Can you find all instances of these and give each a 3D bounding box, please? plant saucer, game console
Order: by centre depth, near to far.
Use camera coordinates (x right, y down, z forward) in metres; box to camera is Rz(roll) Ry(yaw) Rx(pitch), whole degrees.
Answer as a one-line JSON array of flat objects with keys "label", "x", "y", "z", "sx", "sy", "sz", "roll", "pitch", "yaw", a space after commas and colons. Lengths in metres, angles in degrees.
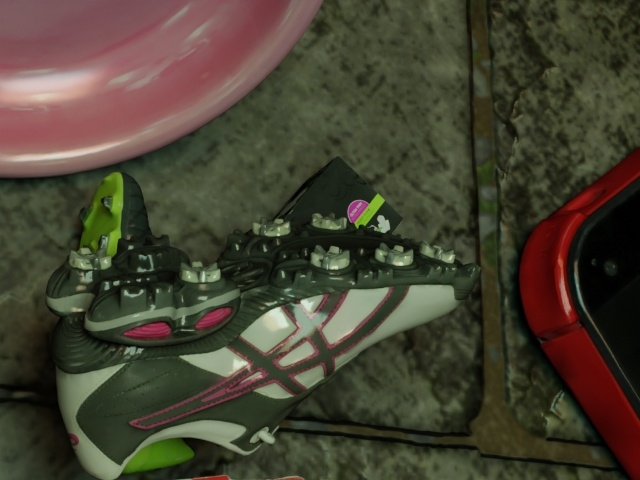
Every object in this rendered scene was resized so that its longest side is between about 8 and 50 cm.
[{"label": "plant saucer", "x": -0.149, "y": -0.182, "z": 0.856, "sx": 0.332, "sy": 0.332, "sz": 0.084, "roll": 0, "pitch": 44, "yaw": -27}, {"label": "game console", "x": 0.347, "y": 0.061, "z": 1.156, "sx": 0.386, "sy": 0.060, "sz": 0.342, "roll": -35, "pitch": 95, "yaw": -31}]

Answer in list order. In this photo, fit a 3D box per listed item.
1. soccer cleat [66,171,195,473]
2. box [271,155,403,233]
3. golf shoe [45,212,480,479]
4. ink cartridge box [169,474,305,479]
[{"label": "soccer cleat", "x": -0.109, "y": 0.049, "z": 0.927, "sx": 0.072, "sy": 0.060, "sz": 0.179, "roll": 5, "pitch": 76, "yaw": -35}, {"label": "box", "x": 0.000, "y": 0.000, "z": 0.997, "sx": 0.062, "sy": 0.052, "sz": 0.083, "roll": 43, "pitch": 60, "yaw": -8}, {"label": "golf shoe", "x": -0.031, "y": 0.053, "z": 0.899, "sx": 0.272, "sy": 0.105, "sz": 0.120, "roll": -8, "pitch": 110, "yaw": -31}, {"label": "ink cartridge box", "x": -0.116, "y": 0.204, "z": 0.851, "sx": 0.231, "sy": 0.078, "sz": 0.134, "roll": 0, "pitch": 73, "yaw": -27}]
